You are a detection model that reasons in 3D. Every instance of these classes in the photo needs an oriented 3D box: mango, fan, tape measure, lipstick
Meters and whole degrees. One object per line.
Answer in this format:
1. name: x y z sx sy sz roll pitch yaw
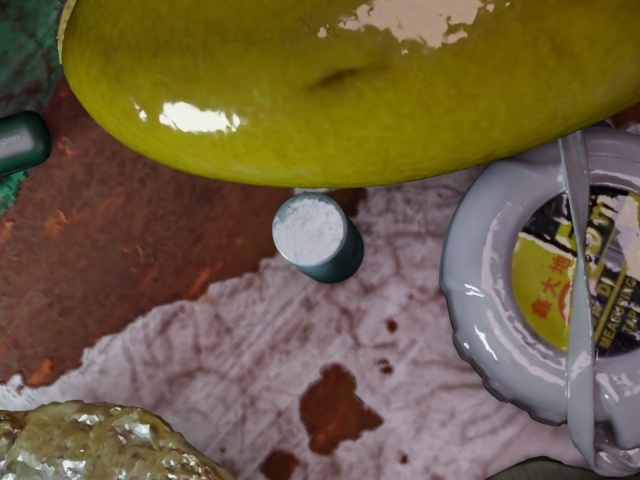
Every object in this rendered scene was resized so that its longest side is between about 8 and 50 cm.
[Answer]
1. mango: 0.051 -0.171 1.156 0.445 0.220 0.301 -13 46 3
2. fan: -0.258 -0.049 1.287 0.155 0.039 0.082 -17 84 2
3. tape measure: 0.177 0.020 1.202 0.197 0.120 0.236 25 82 2
4. lipstick: 0.000 0.000 1.200 0.048 0.158 0.048 0 85 5

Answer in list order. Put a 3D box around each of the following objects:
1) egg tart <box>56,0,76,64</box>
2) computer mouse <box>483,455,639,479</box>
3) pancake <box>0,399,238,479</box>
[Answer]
1. egg tart: -0.115 -0.137 1.275 0.130 0.052 0.130 0 84 4
2. computer mouse: 0.093 0.288 1.179 0.429 0.145 0.228 -27 86 3
3. pancake: -0.155 0.287 1.175 0.387 0.082 0.386 -1 88 27
